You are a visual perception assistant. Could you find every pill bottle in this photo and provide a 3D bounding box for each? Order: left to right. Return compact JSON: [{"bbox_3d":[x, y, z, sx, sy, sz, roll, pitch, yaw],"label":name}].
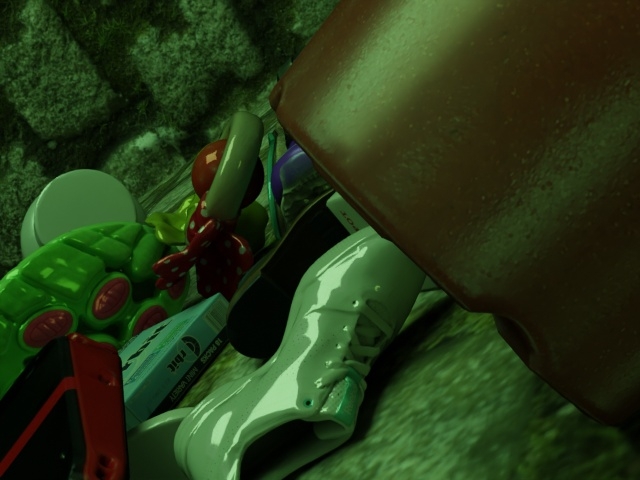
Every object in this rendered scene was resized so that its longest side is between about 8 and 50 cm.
[{"bbox_3d":[-0.316,0.012,1.398,0.169,0.169,0.301,-45,-3,-21],"label":"pill bottle"}]

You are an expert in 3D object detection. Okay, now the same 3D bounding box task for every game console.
[{"bbox_3d":[-0.254,0.250,0.678,0.386,0.060,0.342,-54,18,-1],"label":"game console"}]

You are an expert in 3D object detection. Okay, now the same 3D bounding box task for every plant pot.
[{"bbox_3d":[0.137,-0.086,0.423,0.265,0.272,0.272,-47,12,7],"label":"plant pot"}]

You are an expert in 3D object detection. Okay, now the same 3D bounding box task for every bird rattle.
[{"bbox_3d":[-0.119,-0.043,1.116,0.253,0.143,0.207,-112,41,-85],"label":"bird rattle"}]

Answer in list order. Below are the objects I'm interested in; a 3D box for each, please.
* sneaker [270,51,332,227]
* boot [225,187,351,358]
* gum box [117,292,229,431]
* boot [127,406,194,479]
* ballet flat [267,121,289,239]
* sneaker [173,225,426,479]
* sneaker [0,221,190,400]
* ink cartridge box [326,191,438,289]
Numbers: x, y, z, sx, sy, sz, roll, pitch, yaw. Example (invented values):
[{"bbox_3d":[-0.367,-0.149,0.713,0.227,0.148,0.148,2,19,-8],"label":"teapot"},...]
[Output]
[{"bbox_3d":[-0.001,-0.107,0.967,0.102,0.146,0.293,-34,-1,20],"label":"sneaker"},{"bbox_3d":[0.000,0.000,0.884,0.219,0.082,0.106,-42,15,2],"label":"boot"},{"bbox_3d":[-0.178,0.137,1.021,0.184,0.041,0.157,-27,18,48],"label":"gum box"},{"bbox_3d":[-0.145,0.170,0.738,0.190,0.069,0.086,-39,18,9],"label":"boot"},{"bbox_3d":[-0.006,-0.083,1.150,0.106,0.107,0.316,-9,21,1],"label":"ballet flat"},{"bbox_3d":[0.006,0.082,0.635,0.212,0.080,0.094,-49,26,-9],"label":"sneaker"},{"bbox_3d":[-0.356,0.150,1.175,0.483,0.185,0.202,-43,15,-20],"label":"sneaker"},{"bbox_3d":[0.082,-0.029,0.717,0.090,0.092,0.143,-46,14,-25],"label":"ink cartridge box"}]
